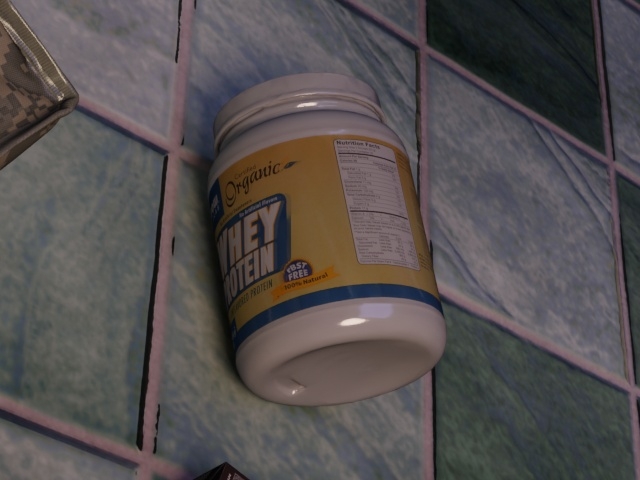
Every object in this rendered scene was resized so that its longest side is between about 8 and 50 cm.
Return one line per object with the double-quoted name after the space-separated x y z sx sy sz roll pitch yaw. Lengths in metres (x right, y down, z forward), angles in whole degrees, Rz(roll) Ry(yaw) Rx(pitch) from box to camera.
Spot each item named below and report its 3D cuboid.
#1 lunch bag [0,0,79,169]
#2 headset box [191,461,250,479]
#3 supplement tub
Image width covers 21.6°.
-0.303 -0.033 0.791 0.169 0.235 0.287 58 38 -8 "lunch bag"
-0.051 0.182 1.047 0.083 0.062 0.032 39 43 -20 "headset box"
0.000 0.000 1.159 0.144 0.144 0.199 13 56 -41 "supplement tub"
